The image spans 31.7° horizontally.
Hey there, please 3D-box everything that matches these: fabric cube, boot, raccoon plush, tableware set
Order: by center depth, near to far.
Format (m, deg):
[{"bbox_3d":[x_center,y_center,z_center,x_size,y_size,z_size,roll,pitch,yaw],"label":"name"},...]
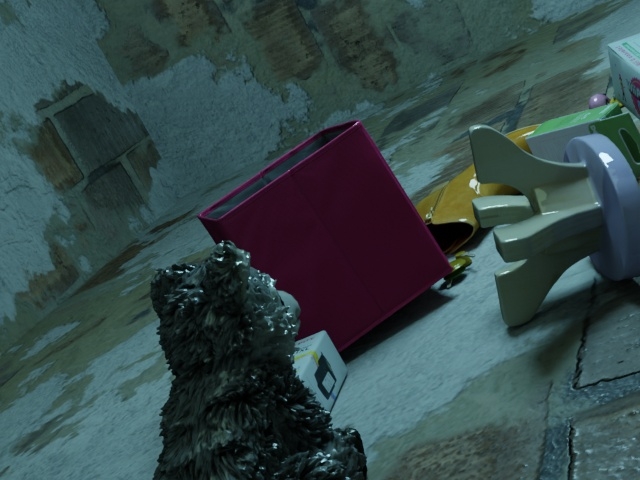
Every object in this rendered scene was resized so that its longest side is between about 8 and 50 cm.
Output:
[{"bbox_3d":[-0.124,0.197,1.146,0.216,0.299,0.446,-22,14,27],"label":"raccoon plush"},{"bbox_3d":[0.000,0.000,1.692,0.259,0.258,0.254,-35,9,-9],"label":"fabric cube"},{"bbox_3d":[0.164,0.063,1.707,0.154,0.024,0.104,-32,9,-8],"label":"tableware set"},{"bbox_3d":[0.275,-0.072,1.858,0.295,0.104,0.211,-28,16,27],"label":"boot"}]

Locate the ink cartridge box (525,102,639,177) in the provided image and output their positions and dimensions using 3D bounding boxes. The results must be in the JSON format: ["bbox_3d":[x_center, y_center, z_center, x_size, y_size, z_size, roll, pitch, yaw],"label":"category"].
[{"bbox_3d":[0.432,-0.146,1.749,0.062,0.109,0.209,-38,15,-34],"label":"ink cartridge box"}]

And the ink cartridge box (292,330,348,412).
[{"bbox_3d":[-0.050,0.204,1.486,0.127,0.072,0.175,-25,13,21],"label":"ink cartridge box"}]

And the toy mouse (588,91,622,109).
[{"bbox_3d":[0.574,-0.287,2.186,0.161,0.031,0.143,-25,13,17],"label":"toy mouse"}]

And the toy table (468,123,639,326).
[{"bbox_3d":[0.280,-0.031,1.370,0.160,0.252,0.274,-12,1,2],"label":"toy table"}]

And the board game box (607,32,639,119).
[{"bbox_3d":[0.594,-0.250,1.592,0.303,0.098,0.224,-18,30,-1],"label":"board game box"}]
